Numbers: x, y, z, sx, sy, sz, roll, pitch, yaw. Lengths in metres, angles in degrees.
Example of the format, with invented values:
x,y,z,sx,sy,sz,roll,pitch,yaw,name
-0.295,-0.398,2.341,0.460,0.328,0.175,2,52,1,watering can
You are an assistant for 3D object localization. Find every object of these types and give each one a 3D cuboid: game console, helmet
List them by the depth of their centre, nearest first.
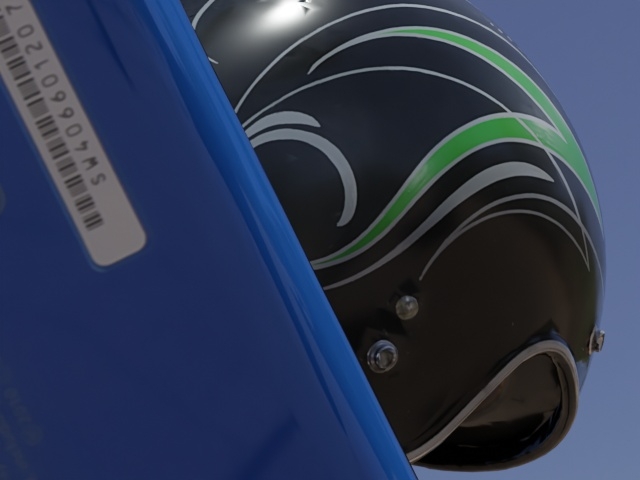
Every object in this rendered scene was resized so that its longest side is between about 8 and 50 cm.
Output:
x,y,z,sx,sy,sz,roll,pitch,yaw,name
-0.145,0.010,0.476,0.250,0.293,0.173,-27,4,-5,game console
0.000,0.000,0.573,0.161,0.169,0.169,-23,-11,-39,helmet
